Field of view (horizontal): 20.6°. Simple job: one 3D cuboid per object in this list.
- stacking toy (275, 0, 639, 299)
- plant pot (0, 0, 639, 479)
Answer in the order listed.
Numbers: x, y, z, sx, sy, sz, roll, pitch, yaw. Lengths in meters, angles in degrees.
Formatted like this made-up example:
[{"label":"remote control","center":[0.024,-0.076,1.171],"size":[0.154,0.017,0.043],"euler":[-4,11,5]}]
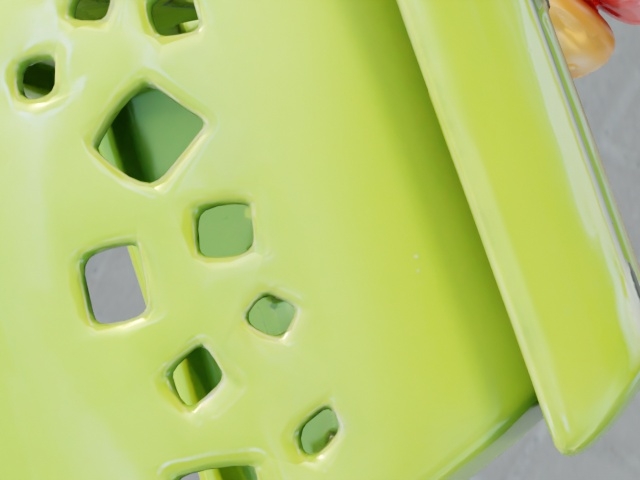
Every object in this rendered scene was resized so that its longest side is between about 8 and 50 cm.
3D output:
[{"label":"stacking toy","center":[0.040,-0.069,0.799],"size":[0.165,0.175,0.302],"euler":[36,98,15]},{"label":"plant pot","center":[0.000,0.000,0.626],"size":[0.207,0.228,0.227],"euler":[-20,84,10]}]
